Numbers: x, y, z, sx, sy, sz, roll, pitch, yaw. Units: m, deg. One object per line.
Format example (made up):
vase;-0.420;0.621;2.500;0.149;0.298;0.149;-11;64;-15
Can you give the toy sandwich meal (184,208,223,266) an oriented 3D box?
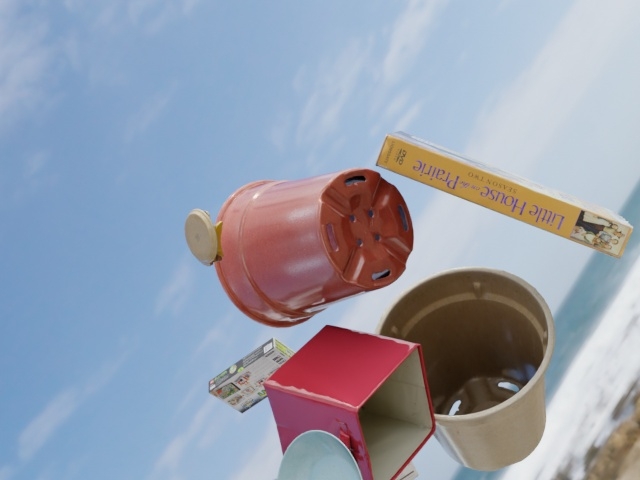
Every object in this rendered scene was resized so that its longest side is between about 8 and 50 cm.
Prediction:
toy sandwich meal;-0.158;-0.005;1.349;0.029;0.085;0.085;-16;-38;-37

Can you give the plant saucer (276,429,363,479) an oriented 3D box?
plant saucer;0.010;0.369;1.392;0.037;0.195;0.195;7;-61;-41

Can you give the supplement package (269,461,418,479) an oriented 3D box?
supplement package;0.054;0.555;2.272;0.262;0.145;0.204;-20;-7;-40

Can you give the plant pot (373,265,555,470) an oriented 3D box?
plant pot;0.295;0.272;1.849;0.334;0.334;0.305;-52;-39;-24

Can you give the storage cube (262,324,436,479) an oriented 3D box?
storage cube;0.052;0.274;1.600;0.215;0.193;0.183;-40;-53;-42

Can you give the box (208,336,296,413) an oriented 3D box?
box;-0.145;0.311;2.226;0.207;0.114;0.036;-35;36;22

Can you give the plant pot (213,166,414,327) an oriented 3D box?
plant pot;0.000;0.000;1.656;0.265;0.272;0.272;-16;26;51

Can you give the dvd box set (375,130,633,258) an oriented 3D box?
dvd box set;0.313;-0.089;1.691;0.307;0.420;0.062;-34;-35;-77
